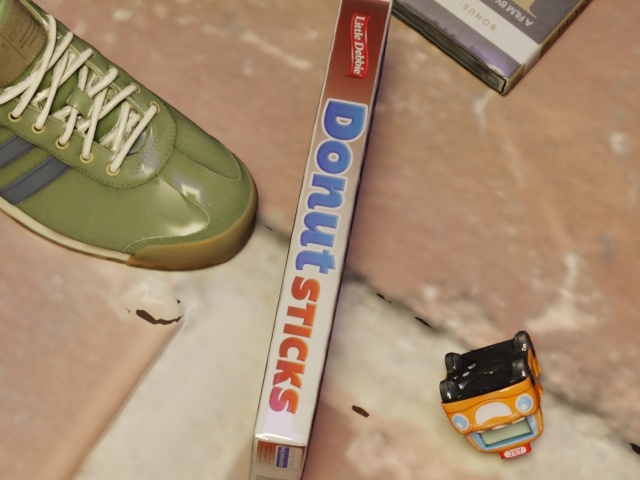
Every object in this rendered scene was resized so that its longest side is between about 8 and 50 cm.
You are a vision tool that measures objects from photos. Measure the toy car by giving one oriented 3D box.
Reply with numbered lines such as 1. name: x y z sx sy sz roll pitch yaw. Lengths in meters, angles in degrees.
1. toy car: 0.101 0.047 0.659 0.122 0.060 0.040 -20 102 -6

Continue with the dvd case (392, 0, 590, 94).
1. dvd case: 0.082 -0.186 0.774 0.164 0.018 0.221 38 70 11

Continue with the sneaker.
1. sneaker: -0.112 -0.054 0.664 0.192 0.086 0.064 26 67 6

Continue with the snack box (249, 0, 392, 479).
1. snack box: 0.000 0.000 0.663 0.022 0.064 0.178 10 67 2
